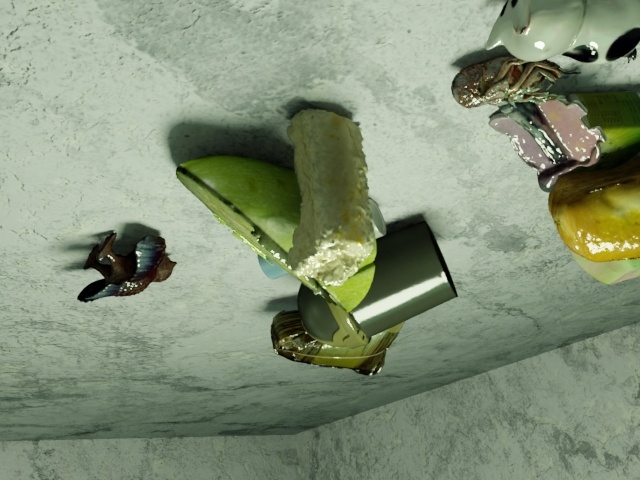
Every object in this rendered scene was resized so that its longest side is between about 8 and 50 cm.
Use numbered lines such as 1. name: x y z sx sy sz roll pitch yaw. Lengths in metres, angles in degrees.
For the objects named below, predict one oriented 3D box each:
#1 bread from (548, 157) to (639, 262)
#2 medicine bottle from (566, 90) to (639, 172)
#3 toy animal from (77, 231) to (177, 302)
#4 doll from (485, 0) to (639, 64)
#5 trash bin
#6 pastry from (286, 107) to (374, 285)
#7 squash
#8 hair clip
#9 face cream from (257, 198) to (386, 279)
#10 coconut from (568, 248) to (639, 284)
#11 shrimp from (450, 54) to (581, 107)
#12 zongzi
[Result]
1. bread: 0.577 -0.071 1.149 0.337 0.148 0.328 -17 -173 16
2. medicine bottle: 0.474 -0.179 1.086 0.188 0.088 0.132 -5 154 -14
3. toy animal: -0.347 0.067 1.213 0.218 0.116 0.179 -35 147 30
4. doll: 0.300 -0.268 0.791 0.180 0.107 0.110 1 175 -12
5. trash bin: 0.103 0.102 1.389 0.333 0.214 0.214 -23 154 14
6. pastry: 0.011 -0.067 0.924 0.121 0.259 0.089 9 154 -20
7. squash: -0.089 -0.015 1.017 0.309 0.233 0.210 5 110 -43
8. hair clip: 0.345 -0.165 1.009 0.187 0.056 0.146 37 147 -19
9. face cream: 0.000 0.000 1.273 0.250 0.077 0.077 -22 154 21
10. coconut: 0.639 -0.015 1.393 0.204 0.236 0.236 20 160 13
11. shrimp: 0.275 -0.222 0.916 0.190 0.073 0.075 -11 -171 -13
12. zongzi: 0.057 0.181 1.567 0.289 0.154 0.318 11 132 -24
